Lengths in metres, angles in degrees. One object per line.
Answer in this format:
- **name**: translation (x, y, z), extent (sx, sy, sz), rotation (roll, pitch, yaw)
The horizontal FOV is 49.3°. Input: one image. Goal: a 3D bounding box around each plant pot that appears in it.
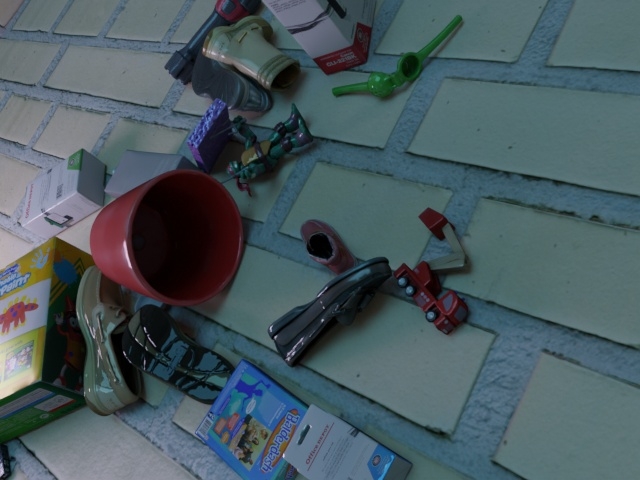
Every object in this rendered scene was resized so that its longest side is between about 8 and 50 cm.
- **plant pot**: translation (-0.336, -0.002, 1.451), extent (0.243, 0.275, 0.275), rotation (-4, 61, 47)

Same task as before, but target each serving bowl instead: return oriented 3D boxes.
- **serving bowl**: translation (-0.364, 0.139, 1.521), extent (0.083, 0.027, 0.083), rotation (-18, 45, 19)

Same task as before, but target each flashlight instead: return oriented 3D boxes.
- **flashlight**: translation (-0.290, -0.552, 1.854), extent (0.304, 0.103, 0.103), rotation (-49, 50, 9)

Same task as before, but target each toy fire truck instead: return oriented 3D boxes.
- **toy fire truck**: translation (0.195, 0.047, 1.143), extent (0.135, 0.047, 0.192), rotation (-44, 46, 7)

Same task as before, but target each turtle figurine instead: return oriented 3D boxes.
- **turtle figurine**: translation (-0.135, -0.195, 1.496), extent (0.234, 0.118, 0.175), rotation (-30, 58, 6)

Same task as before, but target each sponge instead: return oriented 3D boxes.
- **sponge**: translation (-0.243, -0.229, 1.560), extent (0.031, 0.210, 0.117), rotation (31, 80, 3)

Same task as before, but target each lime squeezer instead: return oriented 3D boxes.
- **lime squeezer**: translation (0.158, -0.348, 1.424), extent (0.310, 0.059, 0.110), rotation (-27, 20, 24)

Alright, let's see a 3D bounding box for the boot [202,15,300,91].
- **boot**: translation (-0.129, -0.440, 1.646), extent (0.203, 0.262, 0.095), rotation (31, 121, 10)

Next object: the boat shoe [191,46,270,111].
- **boat shoe**: translation (-0.230, -0.389, 1.712), extent (0.320, 0.103, 0.118), rotation (41, 115, 49)

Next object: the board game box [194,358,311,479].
- **board game box**: translation (-0.106, 0.322, 1.202), extent (0.210, 0.047, 0.160), rotation (27, 81, 44)

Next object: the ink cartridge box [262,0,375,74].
- **ink cartridge box**: translation (-0.002, -0.523, 1.486), extent (0.114, 0.273, 0.197), rotation (-9, 59, 33)

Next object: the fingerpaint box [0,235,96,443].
- **fingerpaint box**: translation (-0.724, 0.257, 1.633), extent (0.444, 0.163, 0.371), rotation (-27, 51, 21)

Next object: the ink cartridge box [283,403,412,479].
- **ink cartridge box**: translation (0.038, 0.339, 1.073), extent (0.180, 0.060, 0.104), rotation (23, 79, 43)

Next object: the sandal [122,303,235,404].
- **sandal**: translation (-0.280, 0.235, 1.372), extent (0.302, 0.086, 0.120), rotation (31, 78, 29)

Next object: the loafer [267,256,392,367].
- **loafer**: translation (0.026, 0.127, 1.204), extent (0.267, 0.096, 0.084), rotation (-36, 65, 26)

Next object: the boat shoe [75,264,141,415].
- **boat shoe**: translation (-0.438, 0.197, 1.493), extent (0.110, 0.121, 0.341), rotation (-24, 61, 18)

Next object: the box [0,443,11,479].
- **box**: translation (-0.736, 0.516, 1.582), extent (0.067, 0.018, 0.083), rotation (-43, 46, 9)

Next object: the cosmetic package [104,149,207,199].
- **cosmetic package**: translation (-0.396, -0.137, 1.671), extent (0.237, 0.107, 0.127), rotation (12, 70, 44)

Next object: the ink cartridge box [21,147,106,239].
- **ink cartridge box**: translation (-0.697, -0.124, 1.894), extent (0.219, 0.092, 0.160), rotation (-26, 50, 23)

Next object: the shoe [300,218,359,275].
- **shoe**: translation (0.000, 0.000, 1.296), extent (0.063, 0.081, 0.178), rotation (-47, 46, 4)
